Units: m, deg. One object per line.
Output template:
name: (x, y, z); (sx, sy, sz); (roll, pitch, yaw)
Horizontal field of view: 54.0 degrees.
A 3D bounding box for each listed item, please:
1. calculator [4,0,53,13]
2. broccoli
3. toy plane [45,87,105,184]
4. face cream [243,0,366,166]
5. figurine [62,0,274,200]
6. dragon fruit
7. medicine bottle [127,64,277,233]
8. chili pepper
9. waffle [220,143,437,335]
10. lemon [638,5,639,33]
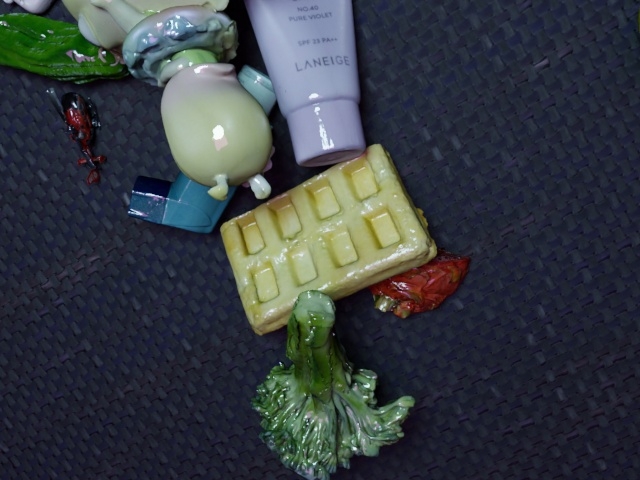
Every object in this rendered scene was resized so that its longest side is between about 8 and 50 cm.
calculator: (-0.377, -0.391, 0.850); (0.100, 0.032, 0.175); (45, 104, -2)
broccoli: (0.021, 0.197, 0.799); (0.199, 0.177, 0.274); (33, 139, 10)
toy plane: (-0.337, -0.150, 0.884); (0.037, 0.060, 0.145); (-7, 116, 9)
face cream: (-0.011, -0.235, 0.791); (0.154, 0.096, 0.273); (-12, 87, -11)
figurine: (-0.143, -0.231, 0.707); (0.275, 0.227, 0.394); (-29, 77, 40)
dragon fruit: (0.119, 0.059, 0.858); (0.162, 0.083, 0.106); (12, 106, 3)
medicine bottle: (-0.153, -0.119, 0.851); (0.124, 0.079, 0.258); (31, 103, -17)
chili pepper: (-0.356, -0.263, 0.853); (0.257, 0.100, 0.074); (11, 141, 3)
waffle: (0.000, 0.000, 0.832); (0.274, 0.057, 0.167); (-26, 64, 12)
lemon: (0.462, -0.253, 0.697); (0.203, 0.178, 0.178); (28, 104, -1)
